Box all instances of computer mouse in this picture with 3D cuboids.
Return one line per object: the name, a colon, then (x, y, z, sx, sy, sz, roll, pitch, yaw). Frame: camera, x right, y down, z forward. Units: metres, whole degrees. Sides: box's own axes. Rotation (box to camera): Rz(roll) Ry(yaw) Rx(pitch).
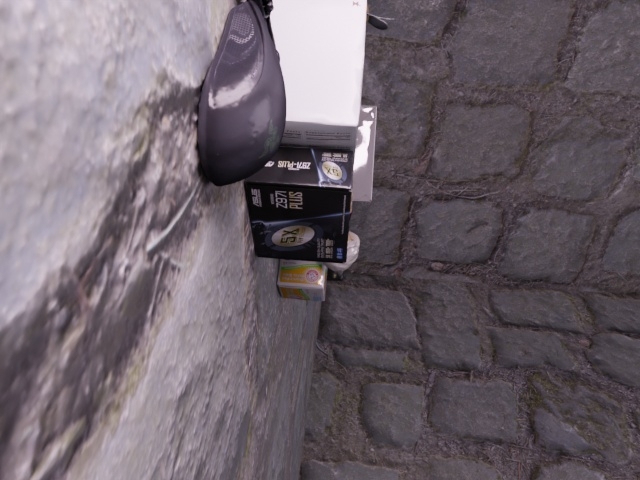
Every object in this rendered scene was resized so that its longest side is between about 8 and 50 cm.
computer mouse: (-0.067, -0.178, 0.563, 0.188, 0.072, 0.272, 91, 4, -61)

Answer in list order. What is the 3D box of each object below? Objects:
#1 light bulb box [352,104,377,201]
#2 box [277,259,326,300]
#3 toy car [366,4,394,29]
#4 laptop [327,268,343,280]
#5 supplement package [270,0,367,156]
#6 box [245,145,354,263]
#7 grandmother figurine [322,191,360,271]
light bulb box: (0.099, -0.334, 2.108, 0.361, 0.225, 0.358, -61, 155, -85)
box: (-0.033, 0.027, 1.215, 0.114, 0.103, 0.203, 86, 9, -68)
toy car: (0.034, -0.389, 0.951, 0.155, 0.188, 0.149, -99, -168, -75)
laptop: (0.000, 0.000, 1.499, 0.136, 0.264, 0.235, 3, -92, 56)
supplement package: (-0.013, -0.225, 0.802, 0.203, 0.149, 0.194, 80, 15, -78)
box: (-0.027, -0.050, 0.799, 0.180, 0.147, 0.078, 92, 4, -53)
grandmother figurine: (0.005, -0.093, 1.052, 0.208, 0.104, 0.343, -120, -166, -63)
